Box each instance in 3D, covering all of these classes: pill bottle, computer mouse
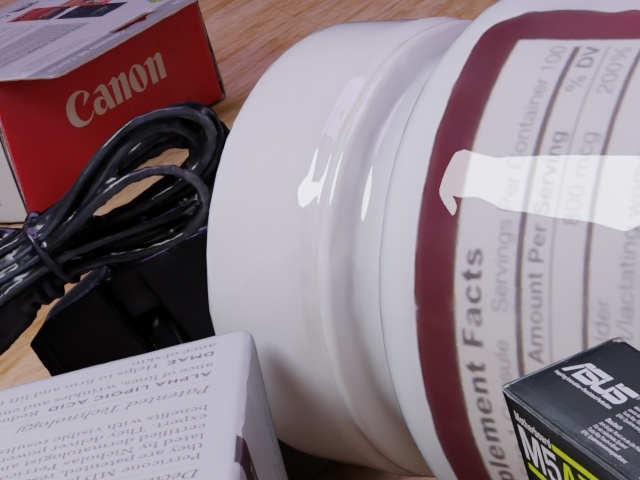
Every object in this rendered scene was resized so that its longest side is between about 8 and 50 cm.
[{"bbox_3d":[0.164,0.015,0.644,0.392,0.224,0.224,6,28,39],"label":"pill bottle"},{"bbox_3d":[-0.057,0.059,0.800,0.188,0.272,0.072,-33,55,14],"label":"computer mouse"}]

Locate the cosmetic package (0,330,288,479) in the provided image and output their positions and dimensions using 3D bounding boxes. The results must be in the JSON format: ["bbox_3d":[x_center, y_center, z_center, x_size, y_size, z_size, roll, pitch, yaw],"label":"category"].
[{"bbox_3d":[-0.079,0.145,0.619,0.151,0.151,0.183,-14,19,4],"label":"cosmetic package"}]

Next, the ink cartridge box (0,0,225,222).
[{"bbox_3d":[-0.232,-0.129,1.589,0.272,0.130,0.309,-1,23,33],"label":"ink cartridge box"}]

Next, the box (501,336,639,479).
[{"bbox_3d":[0.118,0.135,0.429,0.045,0.184,0.191,-19,17,-13],"label":"box"}]
